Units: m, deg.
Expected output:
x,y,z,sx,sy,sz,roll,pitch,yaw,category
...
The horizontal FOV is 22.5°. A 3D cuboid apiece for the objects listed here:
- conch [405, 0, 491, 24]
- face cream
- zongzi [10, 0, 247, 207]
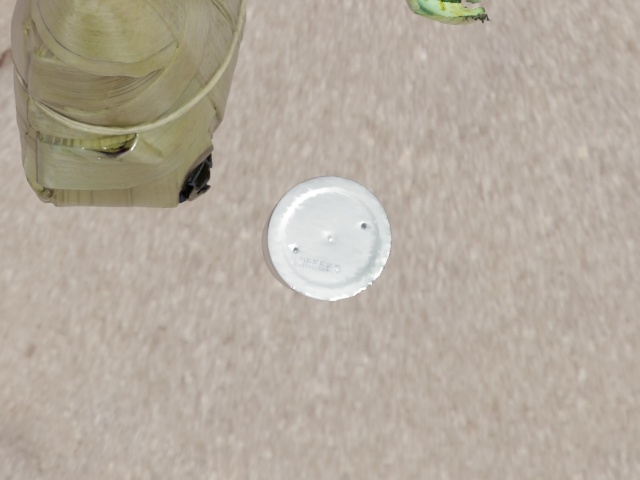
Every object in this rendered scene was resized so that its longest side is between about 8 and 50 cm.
x,y,z,sx,sy,sz,roll,pitch,yaw,category
0.100,-0.214,1.320,0.079,0.170,0.106,-38,94,27,conch
0.000,0.000,1.330,0.096,0.214,0.096,0,89,-4,face cream
-0.155,-0.323,1.513,0.218,0.467,0.500,10,65,-7,zongzi
